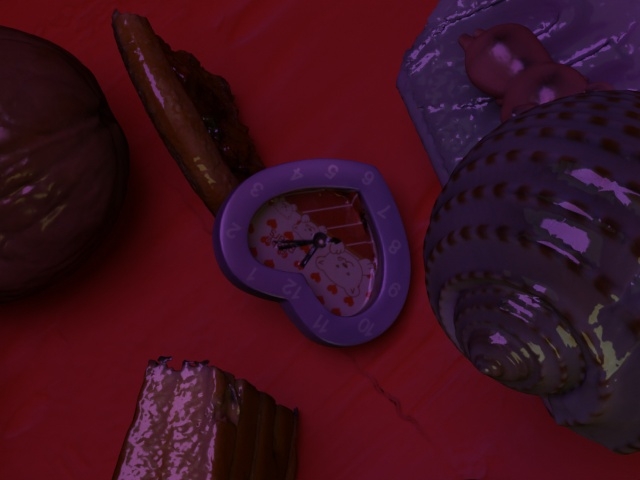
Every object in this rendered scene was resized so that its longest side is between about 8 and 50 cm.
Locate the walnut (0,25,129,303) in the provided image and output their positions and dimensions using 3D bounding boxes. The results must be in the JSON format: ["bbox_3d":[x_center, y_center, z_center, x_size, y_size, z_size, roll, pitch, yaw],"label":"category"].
[{"bbox_3d":[-0.351,-0.074,1.615,0.313,0.277,0.252,-23,36,15],"label":"walnut"}]

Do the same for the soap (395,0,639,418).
[{"bbox_3d":[0.235,-0.092,1.484,0.261,0.156,0.446,-25,66,9],"label":"soap"}]

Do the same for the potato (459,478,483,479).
[{"bbox_3d":[0.167,0.326,1.380,0.296,0.141,0.191,32,87,22],"label":"potato"}]

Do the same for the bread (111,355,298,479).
[{"bbox_3d":[-0.107,0.240,1.444,0.111,0.239,0.246,7,73,16],"label":"bread"}]

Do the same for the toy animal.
[{"bbox_3d":[0.176,-0.136,1.387,0.083,0.089,0.150,-49,56,2],"label":"toy animal"}]

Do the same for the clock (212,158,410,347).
[{"bbox_3d":[0.000,0.000,1.555,0.198,0.064,0.172,35,75,-10],"label":"clock"}]

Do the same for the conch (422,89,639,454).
[{"bbox_3d":[0.249,0.001,1.254,0.303,0.215,0.319,39,87,13],"label":"conch"}]

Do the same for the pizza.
[{"bbox_3d":[-0.112,-0.115,1.607,0.058,0.197,0.292,-28,104,13],"label":"pizza"}]
